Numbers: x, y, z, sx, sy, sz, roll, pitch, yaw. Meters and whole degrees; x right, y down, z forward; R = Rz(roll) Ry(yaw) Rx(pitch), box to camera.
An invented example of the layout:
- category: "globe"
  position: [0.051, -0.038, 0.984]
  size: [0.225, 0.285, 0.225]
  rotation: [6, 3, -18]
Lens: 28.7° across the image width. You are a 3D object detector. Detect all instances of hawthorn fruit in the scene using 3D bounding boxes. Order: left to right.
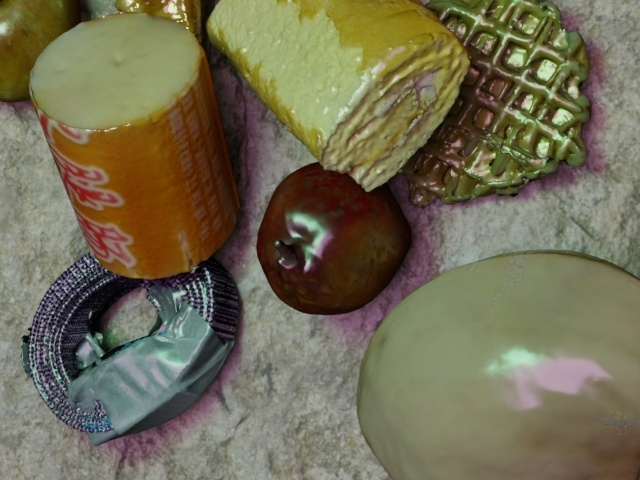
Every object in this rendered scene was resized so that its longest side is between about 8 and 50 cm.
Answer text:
- category: "hawthorn fruit"
  position: [0.000, 0.000, 1.644]
  size: [0.208, 0.248, 0.208]
  rotation: [7, 104, 29]

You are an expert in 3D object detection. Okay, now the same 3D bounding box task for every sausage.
- category: "sausage"
  position: [-0.244, -0.125, 1.676]
  size: [0.233, 0.287, 0.233]
  rotation: [-4, 45, 4]

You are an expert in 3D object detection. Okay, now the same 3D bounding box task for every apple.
- category: "apple"
  position: [-0.462, -0.320, 1.850]
  size: [0.237, 0.207, 0.236]
  rotation: [-1, 74, 5]

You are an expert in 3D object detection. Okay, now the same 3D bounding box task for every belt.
- category: "belt"
  position: [-0.269, 0.134, 1.803]
  size: [0.325, 0.122, 0.260]
  rotation: [-34, 72, 12]

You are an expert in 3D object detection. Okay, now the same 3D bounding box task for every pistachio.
- category: "pistachio"
  position: [0.255, 0.195, 1.561]
  size: [0.446, 0.281, 0.365]
  rotation: [-21, 91, 31]

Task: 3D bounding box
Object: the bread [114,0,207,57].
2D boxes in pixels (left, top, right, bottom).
- category: "bread"
  position: [-0.228, -0.386, 1.782]
  size: [0.132, 0.167, 0.294]
  rotation: [-2, 86, -5]

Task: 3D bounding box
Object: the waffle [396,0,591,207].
- category: "waffle"
  position: [0.203, -0.197, 1.676]
  size: [0.317, 0.073, 0.297]
  rotation: [-15, 82, 21]

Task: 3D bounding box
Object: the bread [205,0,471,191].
- category: "bread"
  position: [0.016, -0.260, 1.637]
  size: [0.236, 0.165, 0.375]
  rotation: [-52, 46, 12]
